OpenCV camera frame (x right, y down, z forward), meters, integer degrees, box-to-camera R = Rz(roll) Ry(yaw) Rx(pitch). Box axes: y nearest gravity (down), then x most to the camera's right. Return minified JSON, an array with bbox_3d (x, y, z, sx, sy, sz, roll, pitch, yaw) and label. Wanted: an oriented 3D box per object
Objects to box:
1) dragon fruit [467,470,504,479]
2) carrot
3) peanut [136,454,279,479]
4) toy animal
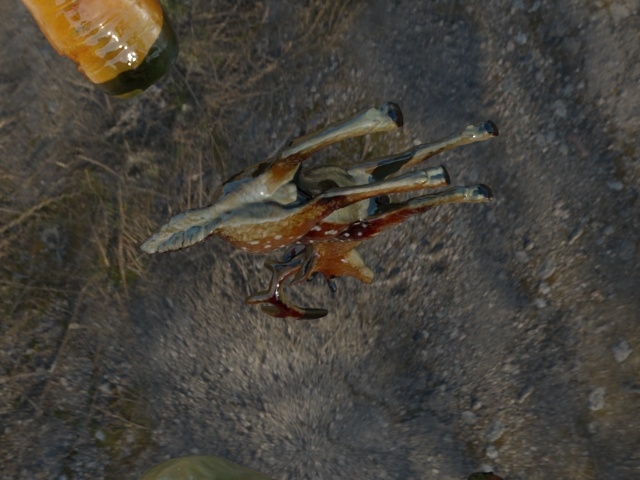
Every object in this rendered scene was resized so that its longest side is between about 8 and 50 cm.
[{"bbox_3d":[0.115,0.286,0.610,0.227,0.224,0.224,-17,75,11],"label":"dragon fruit"},{"bbox_3d":[-0.177,-0.187,0.542,0.087,0.193,0.087,-24,36,19],"label":"carrot"},{"bbox_3d":[-0.122,0.222,0.558,0.236,0.110,0.120,-1,103,-30],"label":"peanut"},{"bbox_3d":[-0.002,-0.018,0.558,0.260,0.243,0.087,-22,66,35],"label":"toy animal"}]
